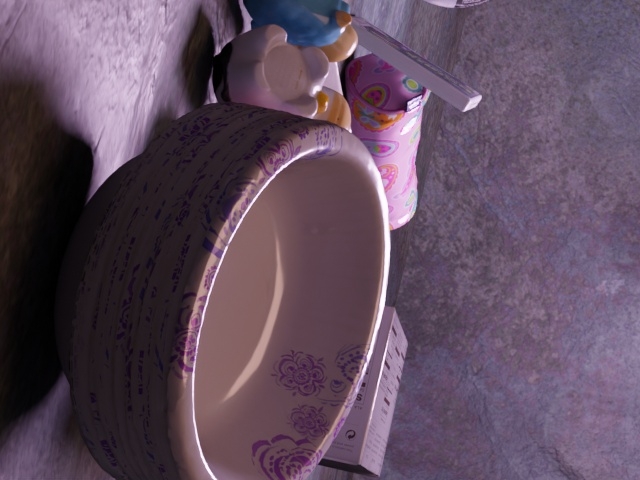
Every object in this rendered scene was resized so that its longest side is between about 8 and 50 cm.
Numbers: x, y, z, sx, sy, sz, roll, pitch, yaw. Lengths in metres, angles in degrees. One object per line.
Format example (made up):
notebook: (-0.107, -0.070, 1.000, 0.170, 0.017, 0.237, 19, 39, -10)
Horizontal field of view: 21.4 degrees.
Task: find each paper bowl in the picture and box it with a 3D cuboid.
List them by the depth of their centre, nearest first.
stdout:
paper bowl: (-0.077, 0.042, 1.203, 0.284, 0.148, 0.284, -34, 130, -52)

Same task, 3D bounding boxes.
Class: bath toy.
bath toy: (-0.060, -0.055, 1.450, 0.129, 0.151, 0.348, -19, -134, 48)

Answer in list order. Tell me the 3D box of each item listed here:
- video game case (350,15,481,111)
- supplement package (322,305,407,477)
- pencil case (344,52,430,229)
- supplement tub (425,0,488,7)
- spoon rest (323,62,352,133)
video game case: (0.111, -0.221, 2.104, 0.022, 0.190, 0.173, -57, 175, 11)
supplement package: (-0.036, 0.128, 1.592, 0.262, 0.204, 0.145, 63, 39, -78)
pencil case: (0.087, -0.135, 2.305, 0.284, 0.124, 0.124, 94, 12, -53)
supplement tub: (0.181, -0.436, 2.024, 0.338, 0.207, 0.207, 103, 3, -71)
spoon rest: (-0.008, -0.125, 1.802, 0.276, 0.084, 0.137, 90, 16, -63)
